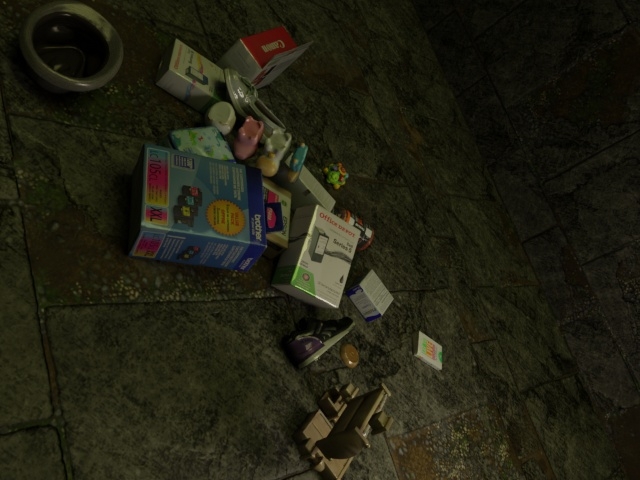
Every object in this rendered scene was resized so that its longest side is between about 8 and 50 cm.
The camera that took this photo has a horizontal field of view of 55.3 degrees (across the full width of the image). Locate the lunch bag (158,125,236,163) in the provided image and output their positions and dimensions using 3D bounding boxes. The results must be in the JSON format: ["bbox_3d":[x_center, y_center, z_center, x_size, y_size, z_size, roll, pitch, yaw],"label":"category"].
[{"bbox_3d":[-0.360,-0.248,1.828,0.219,0.090,0.176,-16,80,-52],"label":"lunch bag"}]

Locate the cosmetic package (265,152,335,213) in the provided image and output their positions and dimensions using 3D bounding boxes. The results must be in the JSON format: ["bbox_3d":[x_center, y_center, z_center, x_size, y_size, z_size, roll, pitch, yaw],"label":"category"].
[{"bbox_3d":[-0.069,-0.170,2.085,0.231,0.117,0.085,46,36,-14],"label":"cosmetic package"}]

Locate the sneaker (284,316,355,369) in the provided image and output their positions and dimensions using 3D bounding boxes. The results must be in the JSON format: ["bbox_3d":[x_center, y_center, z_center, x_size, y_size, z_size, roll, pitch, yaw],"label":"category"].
[{"bbox_3d":[0.001,0.271,1.854,0.124,0.107,0.283,54,35,6],"label":"sneaker"}]

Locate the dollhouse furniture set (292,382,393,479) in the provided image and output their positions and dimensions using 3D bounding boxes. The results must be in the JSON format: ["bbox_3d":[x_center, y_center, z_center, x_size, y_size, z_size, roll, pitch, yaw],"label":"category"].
[{"bbox_3d":[0.123,0.496,1.610,0.174,0.355,0.303,55,35,-5],"label":"dollhouse furniture set"}]

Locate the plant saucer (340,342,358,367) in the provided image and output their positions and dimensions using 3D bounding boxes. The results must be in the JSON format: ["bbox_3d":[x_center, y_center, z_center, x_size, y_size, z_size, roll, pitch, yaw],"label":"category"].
[{"bbox_3d":[0.097,0.367,1.965,0.083,0.015,0.083,29,45,-34],"label":"plant saucer"}]

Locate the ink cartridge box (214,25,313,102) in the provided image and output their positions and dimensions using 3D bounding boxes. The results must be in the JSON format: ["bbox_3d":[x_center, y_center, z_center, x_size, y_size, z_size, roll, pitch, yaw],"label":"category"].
[{"bbox_3d":[-0.207,-0.641,2.141,0.130,0.271,0.309,53,35,-7],"label":"ink cartridge box"}]

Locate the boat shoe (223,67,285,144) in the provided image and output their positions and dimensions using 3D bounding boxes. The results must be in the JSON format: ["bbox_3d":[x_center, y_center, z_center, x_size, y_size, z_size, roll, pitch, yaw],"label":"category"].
[{"bbox_3d":[-0.223,-0.452,2.027,0.320,0.103,0.118,57,13,-48],"label":"boat shoe"}]

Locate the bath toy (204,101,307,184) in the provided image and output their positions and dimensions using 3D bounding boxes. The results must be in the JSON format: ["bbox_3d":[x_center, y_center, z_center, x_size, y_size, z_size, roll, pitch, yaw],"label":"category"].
[{"bbox_3d":[-0.214,-0.308,1.947,0.348,0.129,0.151,30,71,3],"label":"bath toy"}]

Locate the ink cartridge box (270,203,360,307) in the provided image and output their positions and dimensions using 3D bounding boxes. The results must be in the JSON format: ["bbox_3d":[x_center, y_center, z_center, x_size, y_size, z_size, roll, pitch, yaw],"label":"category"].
[{"bbox_3d":[-0.011,0.051,1.910,0.198,0.114,0.273,30,67,-31],"label":"ink cartridge box"}]

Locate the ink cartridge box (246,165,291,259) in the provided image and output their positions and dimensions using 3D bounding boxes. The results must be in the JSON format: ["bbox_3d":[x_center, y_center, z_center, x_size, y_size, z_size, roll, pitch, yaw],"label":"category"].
[{"bbox_3d":[-0.191,-0.088,1.904,0.193,0.088,0.235,29,44,-31],"label":"ink cartridge box"}]

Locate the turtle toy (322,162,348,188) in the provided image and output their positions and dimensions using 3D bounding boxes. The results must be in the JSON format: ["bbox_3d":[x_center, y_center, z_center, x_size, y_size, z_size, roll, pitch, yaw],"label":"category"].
[{"bbox_3d":[0.060,-0.251,2.338,0.095,0.066,0.130,54,36,-4],"label":"turtle toy"}]

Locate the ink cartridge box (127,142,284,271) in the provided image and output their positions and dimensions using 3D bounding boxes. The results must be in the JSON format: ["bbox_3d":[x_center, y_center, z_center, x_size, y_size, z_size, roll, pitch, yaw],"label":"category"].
[{"bbox_3d":[-0.298,-0.078,1.639,0.395,0.151,0.270,10,55,-28],"label":"ink cartridge box"}]

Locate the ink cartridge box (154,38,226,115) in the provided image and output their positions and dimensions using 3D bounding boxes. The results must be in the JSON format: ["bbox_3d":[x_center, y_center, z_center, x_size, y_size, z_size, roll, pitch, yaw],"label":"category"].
[{"bbox_3d":[-0.410,-0.519,1.965,0.212,0.093,0.154,28,45,-32],"label":"ink cartridge box"}]

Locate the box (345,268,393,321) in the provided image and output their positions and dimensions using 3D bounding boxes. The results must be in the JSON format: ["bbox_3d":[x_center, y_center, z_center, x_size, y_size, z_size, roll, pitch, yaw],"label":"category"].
[{"bbox_3d":[0.173,0.193,2.136,0.137,0.072,0.126,54,36,-4],"label":"box"}]

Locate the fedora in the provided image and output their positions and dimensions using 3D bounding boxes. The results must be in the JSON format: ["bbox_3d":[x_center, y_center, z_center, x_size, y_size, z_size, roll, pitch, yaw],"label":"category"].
[{"bbox_3d":[-0.667,-0.486,1.608,0.243,0.124,0.276,38,49,-22],"label":"fedora"}]

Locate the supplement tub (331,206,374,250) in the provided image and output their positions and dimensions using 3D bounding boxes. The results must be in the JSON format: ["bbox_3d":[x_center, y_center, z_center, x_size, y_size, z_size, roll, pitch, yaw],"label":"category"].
[{"bbox_3d":[0.093,-0.049,2.194,0.197,0.106,0.106,32,43,-32],"label":"supplement tub"}]

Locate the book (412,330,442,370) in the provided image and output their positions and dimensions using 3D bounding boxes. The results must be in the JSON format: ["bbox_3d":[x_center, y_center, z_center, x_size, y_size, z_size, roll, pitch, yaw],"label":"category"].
[{"bbox_3d":[0.399,0.412,2.277,0.144,0.035,0.096,34,46,-31],"label":"book"}]
